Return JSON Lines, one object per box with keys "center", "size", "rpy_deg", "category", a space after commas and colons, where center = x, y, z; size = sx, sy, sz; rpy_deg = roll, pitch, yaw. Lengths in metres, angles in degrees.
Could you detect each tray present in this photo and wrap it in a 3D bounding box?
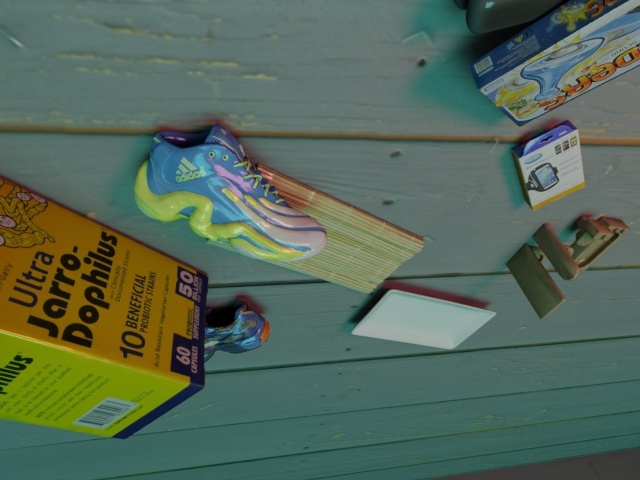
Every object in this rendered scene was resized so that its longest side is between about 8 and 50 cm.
{"center": [0.205, 0.154, 0.854], "size": [0.271, 0.030, 0.145], "rpy_deg": [15, 130, -26], "category": "tray"}

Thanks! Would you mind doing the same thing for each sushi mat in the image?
{"center": [0.000, 0.000, 0.656], "size": [0.317, 0.019, 0.151], "rpy_deg": [21, 128, -30], "category": "sushi mat"}

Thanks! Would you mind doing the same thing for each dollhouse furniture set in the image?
{"center": [0.446, 0.047, 0.732], "size": [0.151, 0.123, 0.144], "rpy_deg": [7, 133, -20], "category": "dollhouse furniture set"}

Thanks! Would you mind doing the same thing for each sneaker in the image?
{"center": [-0.204, 0.157, 0.740], "size": [0.221, 0.083, 0.087], "rpy_deg": [-20, 123, 0], "category": "sneaker"}
{"center": [-0.096, -0.058, 0.502], "size": [0.240, 0.091, 0.126], "rpy_deg": [15, 125, -9], "category": "sneaker"}

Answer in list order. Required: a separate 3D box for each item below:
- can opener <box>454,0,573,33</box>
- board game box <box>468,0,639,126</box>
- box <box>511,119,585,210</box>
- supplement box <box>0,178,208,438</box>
{"center": [0.268, -0.272, 0.395], "size": [0.281, 0.074, 0.093], "rpy_deg": [-15, 153, 6], "category": "can opener"}
{"center": [0.273, -0.198, 0.434], "size": [0.201, 0.035, 0.136], "rpy_deg": [-26, 159, 37], "category": "board game box"}
{"center": [0.326, -0.108, 0.615], "size": [0.081, 0.028, 0.136], "rpy_deg": [-27, 132, 15], "category": "box"}
{"center": [-0.346, 0.096, 0.546], "size": [0.195, 0.194, 0.357], "rpy_deg": [-37, 132, 24], "category": "supplement box"}
